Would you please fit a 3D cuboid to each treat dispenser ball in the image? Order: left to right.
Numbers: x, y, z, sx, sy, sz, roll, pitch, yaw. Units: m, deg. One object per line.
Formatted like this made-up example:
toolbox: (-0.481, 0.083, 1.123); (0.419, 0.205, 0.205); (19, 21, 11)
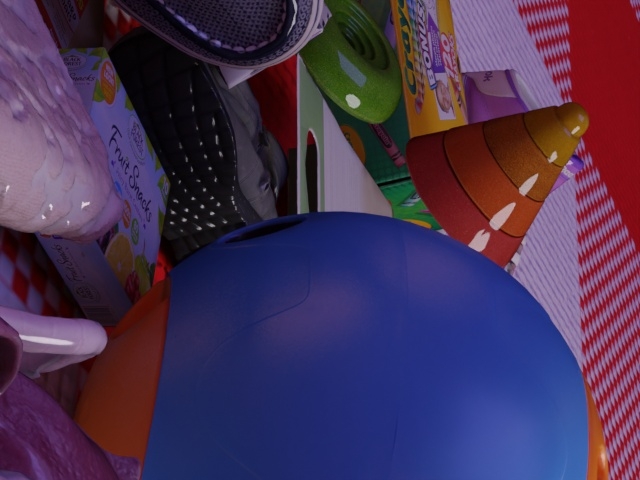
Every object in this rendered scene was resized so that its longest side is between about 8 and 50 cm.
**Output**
treat dispenser ball: (0.009, 0.128, 1.066); (0.288, 0.288, 0.288); (-13, 90, -70)

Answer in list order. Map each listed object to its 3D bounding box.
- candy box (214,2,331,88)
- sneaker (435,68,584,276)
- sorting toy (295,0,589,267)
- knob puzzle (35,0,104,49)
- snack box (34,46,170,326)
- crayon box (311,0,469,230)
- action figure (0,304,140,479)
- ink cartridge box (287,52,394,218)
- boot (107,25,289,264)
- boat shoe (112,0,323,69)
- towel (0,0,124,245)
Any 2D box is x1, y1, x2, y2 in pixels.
candy box: (-0.073, -0.200, 1.240); (0.196, 0.070, 0.165); (58, 6, -8)
sneaker: (0.155, -0.010, 1.730); (0.102, 0.161, 0.282); (-7, 86, -71)
sorting toy: (0.067, -0.151, 1.459); (0.365, 0.126, 0.127); (49, 25, -12)
knob puzzle: (-0.169, -0.177, 1.139); (0.213, 0.030, 0.213); (-8, 90, -74)
snack box: (-0.124, -0.027, 1.116); (0.141, 0.037, 0.100); (69, 23, -58)
crayon box: (0.053, -0.157, 1.655); (0.165, 0.081, 0.278); (25, 55, -65)
action figure: (-0.161, 0.052, 0.721); (0.370, 0.248, 0.276); (58, 26, -48)
ink cartridge box: (0.000, 0.000, 1.437); (0.235, 0.056, 0.171); (52, 32, -55)
boot: (-0.080, -0.074, 1.278); (0.161, 0.083, 0.246); (-93, 166, -45)
boat shoe: (-0.107, -0.192, 1.018); (0.340, 0.127, 0.158); (49, 16, -30)
towel: (-0.208, -0.156, 0.840); (0.317, 0.053, 0.332); (64, 11, 12)
